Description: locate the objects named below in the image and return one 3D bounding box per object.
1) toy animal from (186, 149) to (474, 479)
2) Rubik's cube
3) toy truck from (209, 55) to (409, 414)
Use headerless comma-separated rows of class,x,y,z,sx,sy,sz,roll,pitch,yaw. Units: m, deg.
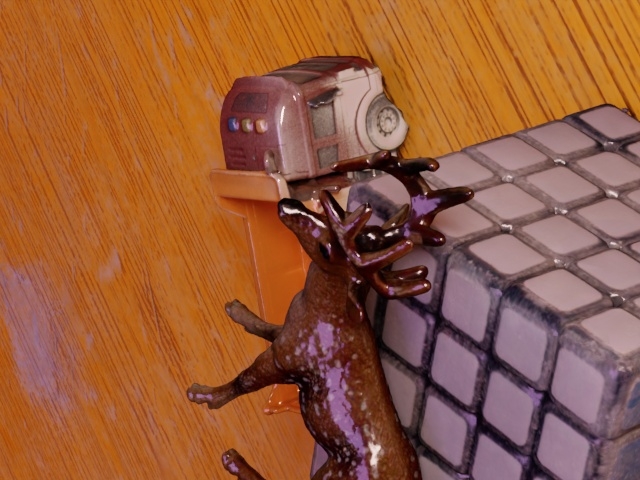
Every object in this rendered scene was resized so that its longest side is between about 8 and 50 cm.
toy animal,0.019,0.072,1.019,0.260,0.087,0.244,-14,105,52
Rubik's cube,0.158,0.084,1.085,0.238,0.237,0.237,37,133,38
toy truck,0.000,0.000,1.333,0.114,0.135,0.271,7,111,51
